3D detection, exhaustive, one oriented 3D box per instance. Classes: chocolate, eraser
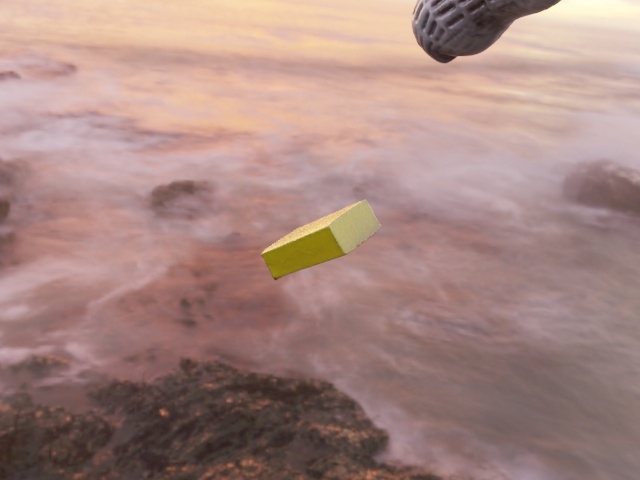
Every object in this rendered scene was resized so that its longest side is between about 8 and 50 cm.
[{"bbox_3d":[0.129,-0.188,0.569,0.072,0.072,0.167,-4,-8,-30],"label":"chocolate"},{"bbox_3d":[0.000,0.000,0.949,0.122,0.045,0.097,-22,10,38],"label":"eraser"}]
